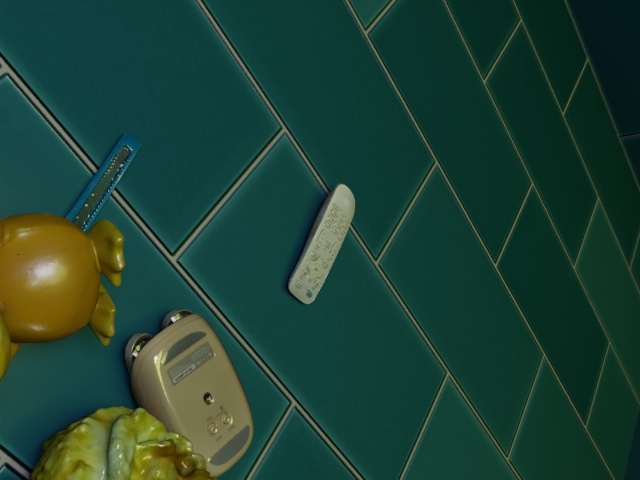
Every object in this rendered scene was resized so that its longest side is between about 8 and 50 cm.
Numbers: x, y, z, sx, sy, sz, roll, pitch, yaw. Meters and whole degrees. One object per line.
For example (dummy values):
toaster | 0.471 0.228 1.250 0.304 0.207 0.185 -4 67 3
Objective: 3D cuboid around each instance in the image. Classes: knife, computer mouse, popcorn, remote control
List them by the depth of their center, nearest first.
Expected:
popcorn | -0.238 0.311 0.786 0.221 0.184 0.204 56 35 -8
knife | -0.314 -0.030 0.857 0.044 0.026 0.296 37 59 -24
computer mouse | -0.179 0.216 0.924 0.145 0.082 0.236 -37 109 -42
remote control | 0.000 0.000 1.173 0.073 0.044 0.229 45 63 -44

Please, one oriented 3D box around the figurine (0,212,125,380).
figurine | -0.342 0.048 0.711 0.228 0.215 0.215 -32 108 -52
